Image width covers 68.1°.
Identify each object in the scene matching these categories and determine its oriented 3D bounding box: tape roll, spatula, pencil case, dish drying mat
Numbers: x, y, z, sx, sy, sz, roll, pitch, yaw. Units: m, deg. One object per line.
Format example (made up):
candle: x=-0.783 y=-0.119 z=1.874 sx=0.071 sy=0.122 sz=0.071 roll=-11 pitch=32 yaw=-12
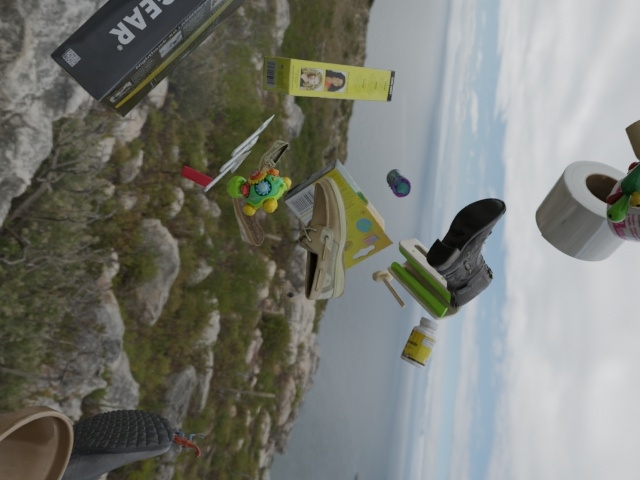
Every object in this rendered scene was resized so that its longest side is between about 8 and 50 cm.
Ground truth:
tape roll: x=0.767 y=-0.085 z=1.346 sx=0.169 sy=0.245 sz=0.246 roll=103 pitch=3 yaw=-50
spatula: x=-0.190 y=-0.201 z=1.121 sx=0.168 sy=0.019 sz=0.242 roll=-42 pitch=-167 yaw=32
pencil case: x=0.258 y=-0.191 z=1.575 sx=0.152 sy=0.064 sz=0.070 roll=-87 pitch=-165 yaw=-70
dish drying mat: x=-0.341 y=-0.175 z=1.307 sx=0.032 sy=0.083 sz=0.008 roll=-59 pitch=-163 yaw=18

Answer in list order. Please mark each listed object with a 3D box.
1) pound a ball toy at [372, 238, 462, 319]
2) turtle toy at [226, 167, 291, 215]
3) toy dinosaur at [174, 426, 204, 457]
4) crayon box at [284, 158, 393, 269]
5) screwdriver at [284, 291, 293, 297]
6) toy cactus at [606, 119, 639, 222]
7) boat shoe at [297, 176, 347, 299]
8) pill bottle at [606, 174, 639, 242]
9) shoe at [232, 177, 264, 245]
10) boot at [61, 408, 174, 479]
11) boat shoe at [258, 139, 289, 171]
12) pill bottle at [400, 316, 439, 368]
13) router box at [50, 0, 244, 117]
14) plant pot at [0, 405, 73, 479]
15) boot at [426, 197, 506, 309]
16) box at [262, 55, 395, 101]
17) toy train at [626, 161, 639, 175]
pound a ball toy: x=0.344 y=0.141 z=1.630 sx=0.135 sy=0.319 sz=0.208 roll=-7 pitch=129 yaw=-35
turtle toy: x=-0.124 y=-0.101 z=0.923 sx=0.066 sy=0.130 sz=0.095 roll=63 pitch=37 yaw=-33
toy dinosaur: x=-0.302 y=0.450 z=1.043 sx=0.090 sy=0.082 sz=0.047 roll=18 pitch=85 yaw=-47
crayon box: x=0.062 y=-0.073 z=1.502 sx=0.319 sy=0.202 sz=0.081 roll=51 pitch=24 yaw=-22
screwdriver: x=-0.137 y=0.234 z=2.011 sx=0.170 sy=0.024 sz=0.025 roll=143 pitch=-71 yaw=-74
toy cactus: x=0.568 y=-0.116 z=0.776 sx=0.112 sy=0.218 sz=0.181 roll=0 pitch=64 yaw=-57
boat shoe: x=0.000 y=0.000 z=1.147 sx=0.109 sy=0.098 sz=0.303 roll=-146 pitch=-128 yaw=-65
pill bottle: x=0.784 y=-0.060 z=0.997 sx=0.283 sy=0.160 sz=0.161 roll=-163 pitch=-104 yaw=-65
shoe: x=-0.215 y=-0.078 z=1.327 sx=0.076 sy=0.058 sz=0.219 roll=-47 pitch=139 yaw=-40
boot: x=-0.478 y=0.484 z=0.977 sx=0.118 sy=0.337 sz=0.223 roll=-132 pitch=-135 yaw=-66
boat shoe: x=-0.173 y=-0.304 z=1.743 sx=0.153 sy=0.048 sz=0.056 roll=-55 pitch=140 yaw=-17
pill bottle: x=0.249 y=0.251 z=1.169 sx=0.117 sy=0.065 sz=0.065 roll=-64 pitch=163 yaw=-8
router box: x=-0.237 y=-0.330 z=0.722 sx=0.309 sy=0.081 sz=0.243 roll=-46 pitch=-163 yaw=-4
plant pot: x=-0.518 y=0.364 z=0.739 sx=0.237 sy=0.109 sz=0.238 roll=17 pitch=90 yaw=-77
boot: x=0.400 y=0.038 z=1.231 sx=0.229 sy=0.263 sz=0.091 roll=44 pitch=4 yaw=-40
box: x=0.019 y=-0.279 z=0.826 sx=0.232 sy=0.087 sz=0.058 roll=-9 pitch=115 yaw=-36
toy train: x=0.958 y=-0.198 z=1.441 sx=0.105 sy=0.143 sz=0.248 roll=-132 pitch=-151 yaw=-54
